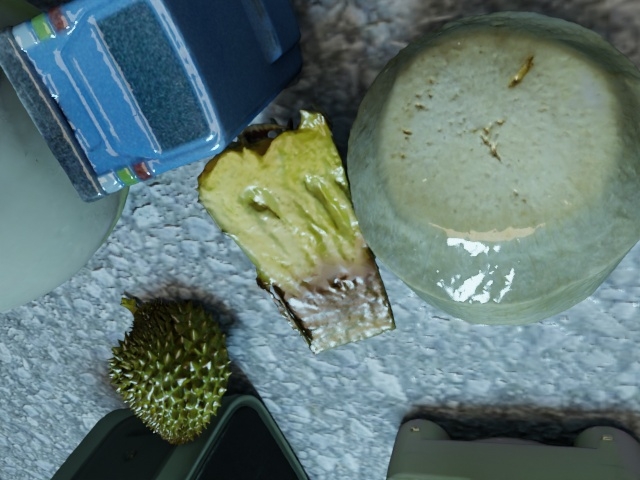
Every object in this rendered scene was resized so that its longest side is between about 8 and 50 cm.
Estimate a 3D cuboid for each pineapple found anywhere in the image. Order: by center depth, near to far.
[{"bbox_3d":[0.000,0.000,0.474,0.114,0.186,0.236,-24,143,14],"label":"pineapple"}]

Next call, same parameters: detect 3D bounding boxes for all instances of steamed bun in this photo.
[{"bbox_3d":[-0.317,-0.073,0.521,0.309,0.309,0.309,10,123,15],"label":"steamed bun"}]

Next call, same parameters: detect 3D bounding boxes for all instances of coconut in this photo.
[{"bbox_3d":[0.127,-0.040,0.404,0.202,0.222,0.202,-3,78,16],"label":"coconut"}]

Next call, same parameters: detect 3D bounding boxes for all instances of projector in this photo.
[{"bbox_3d":[-0.188,0.368,0.737,0.249,0.248,0.248,-14,114,27],"label":"projector"}]

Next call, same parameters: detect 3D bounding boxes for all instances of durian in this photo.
[{"bbox_3d":[-0.192,0.132,0.671,0.146,0.102,0.208,-44,60,4],"label":"durian"}]

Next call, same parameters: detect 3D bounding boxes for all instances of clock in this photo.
[{"bbox_3d":[0.236,0.352,0.657,0.284,0.114,0.309,-6,120,22],"label":"clock"}]

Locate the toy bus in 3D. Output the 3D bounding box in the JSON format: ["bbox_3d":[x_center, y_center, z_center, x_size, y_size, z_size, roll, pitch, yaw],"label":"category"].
[{"bbox_3d":[-0.096,-0.133,0.408,0.133,0.234,0.116,-16,114,20],"label":"toy bus"}]
